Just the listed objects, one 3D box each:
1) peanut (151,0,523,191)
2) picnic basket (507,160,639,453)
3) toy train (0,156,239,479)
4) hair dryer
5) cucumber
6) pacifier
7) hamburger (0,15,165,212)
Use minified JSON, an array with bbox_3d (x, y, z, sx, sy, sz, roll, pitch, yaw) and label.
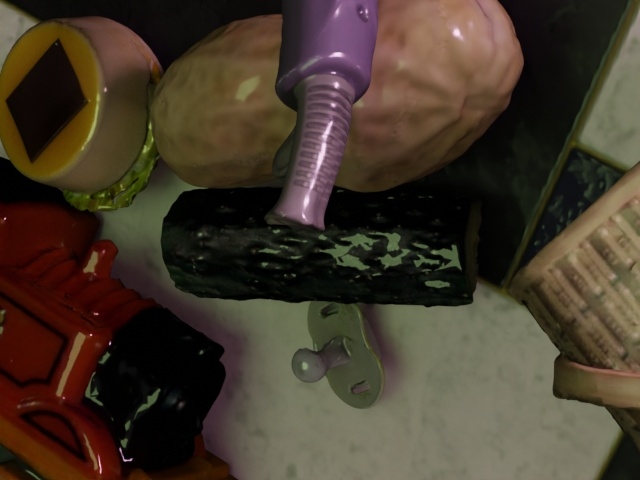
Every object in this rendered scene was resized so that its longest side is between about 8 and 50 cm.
[{"bbox_3d":[0.000,-0.085,0.829,0.256,0.123,0.124,-10,92,32],"label":"peanut"},{"bbox_3d":[0.272,-0.007,0.615,0.313,0.228,0.175,-45,72,28],"label":"picnic basket"},{"bbox_3d":[-0.220,0.082,0.971,0.369,0.163,0.232,29,103,24],"label":"toy train"},{"bbox_3d":[-0.042,-0.155,0.767,0.301,0.121,0.361,-29,52,31],"label":"hair dryer"},{"bbox_3d":[-0.001,-0.003,0.860,0.211,0.062,0.078,-1,64,34],"label":"cucumber"},{"bbox_3d":[0.004,0.075,0.884,0.068,0.064,0.083,-25,84,49],"label":"pacifier"},{"bbox_3d":[-0.160,-0.089,0.948,0.141,0.081,0.126,46,115,31],"label":"hamburger"}]
